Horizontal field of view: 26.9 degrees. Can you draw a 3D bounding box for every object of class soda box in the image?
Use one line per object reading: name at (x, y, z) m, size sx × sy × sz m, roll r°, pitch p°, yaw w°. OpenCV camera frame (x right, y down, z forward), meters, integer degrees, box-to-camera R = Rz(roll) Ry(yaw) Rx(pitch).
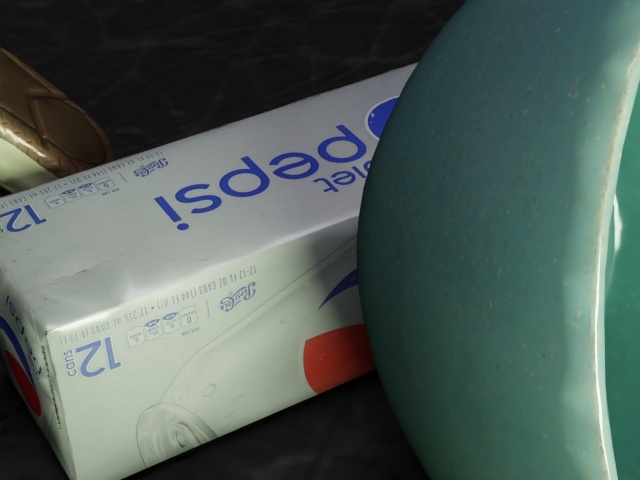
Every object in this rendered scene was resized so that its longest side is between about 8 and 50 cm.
soda box at (0.000, 0.000, 0.596) m, size 0.286 × 0.091 × 0.098 m, roll -21°, pitch 40°, yaw -23°

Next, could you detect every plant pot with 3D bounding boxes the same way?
plant pot at (0.126, 0.006, 0.472) m, size 0.290 × 0.290 × 0.195 m, roll -29°, pitch 19°, yaw -30°

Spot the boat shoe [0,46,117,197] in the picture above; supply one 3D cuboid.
boat shoe at (-0.220, -0.078, 0.609) m, size 0.257 × 0.095 × 0.095 m, roll 41°, pitch 22°, yaw -13°
